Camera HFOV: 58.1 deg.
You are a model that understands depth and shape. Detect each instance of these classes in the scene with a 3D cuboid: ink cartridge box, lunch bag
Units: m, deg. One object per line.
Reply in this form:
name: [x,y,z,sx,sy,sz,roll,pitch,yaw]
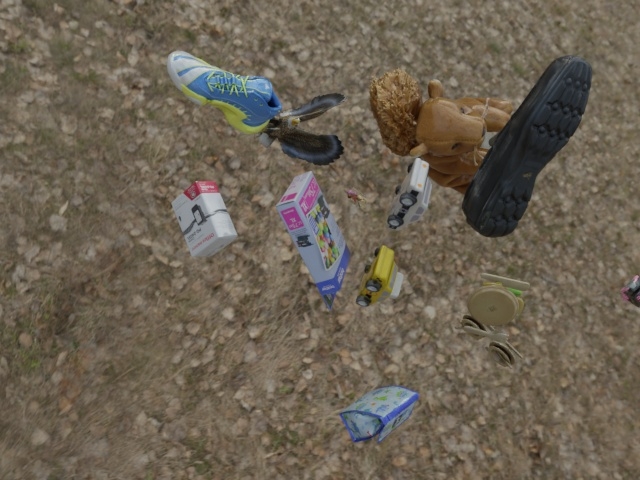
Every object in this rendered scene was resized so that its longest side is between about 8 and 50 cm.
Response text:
ink cartridge box: [-0.275,-0.049,1.359,0.063,0.109,0.150,-6,68,-53]
ink cartridge box: [0.000,0.000,1.451,0.186,0.065,0.311,-67,137,-59]
lunch bag: [0.143,0.398,1.334,0.128,0.151,0.096,-25,82,-39]

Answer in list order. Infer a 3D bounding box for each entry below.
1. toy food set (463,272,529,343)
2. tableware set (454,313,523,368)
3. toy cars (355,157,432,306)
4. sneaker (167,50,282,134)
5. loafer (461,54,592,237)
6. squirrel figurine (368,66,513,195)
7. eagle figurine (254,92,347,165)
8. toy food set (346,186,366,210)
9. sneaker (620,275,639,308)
toy food set: [0.429,0.158,1.419,0.132,0.192,0.038,15,34,9]
tableware set: [0.480,0.297,1.675,0.039,0.128,0.194,-40,77,-21]
toy cars: [0.178,0.002,1.308,0.087,0.394,0.176,19,20,-2]
sneaker: [-0.166,-0.295,1.084,0.240,0.126,0.091,28,51,-49]
loafer: [0.229,-0.110,0.668,0.076,0.223,0.078,7,29,-30]
squirrel figurine: [0.289,-0.286,1.504,0.397,0.281,0.370,22,13,23]
eagle figurine: [-0.073,-0.382,1.914,0.298,0.226,0.225,3,36,-16]
toy food set: [0.114,-0.134,1.874,0.078,0.019,0.122,36,24,-4]
sneaker: [0.627,0.108,1.131,0.057,0.047,0.119,51,12,33]
